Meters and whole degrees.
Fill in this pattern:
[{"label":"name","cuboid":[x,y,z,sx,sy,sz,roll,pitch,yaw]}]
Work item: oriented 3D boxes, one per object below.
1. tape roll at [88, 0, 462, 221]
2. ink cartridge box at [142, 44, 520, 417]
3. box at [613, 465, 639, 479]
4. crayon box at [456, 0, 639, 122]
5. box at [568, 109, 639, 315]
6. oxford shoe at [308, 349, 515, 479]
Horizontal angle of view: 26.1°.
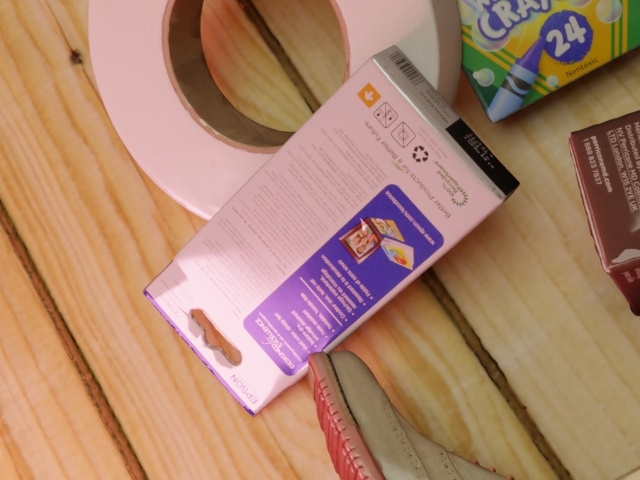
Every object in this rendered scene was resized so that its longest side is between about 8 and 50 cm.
[{"label":"tape roll","cuboid":[-0.053,-0.195,1.359,0.392,0.072,0.392,9,112,24]},{"label":"ink cartridge box","cuboid":[0.000,0.000,1.324,0.176,0.069,0.371,48,119,3]},{"label":"box","cuboid":[0.346,0.278,1.211,0.164,0.021,0.201,-32,66,10]},{"label":"crayon box","cuboid":[0.180,-0.302,1.327,0.203,0.083,0.323,-28,94,12]},{"label":"box","cuboid":[0.423,-0.066,1.184,0.381,0.191,0.143,-16,70,15]},{"label":"oxford shoe","cuboid":[0.123,0.251,1.261,0.146,0.140,0.397,-29,69,-12]}]
